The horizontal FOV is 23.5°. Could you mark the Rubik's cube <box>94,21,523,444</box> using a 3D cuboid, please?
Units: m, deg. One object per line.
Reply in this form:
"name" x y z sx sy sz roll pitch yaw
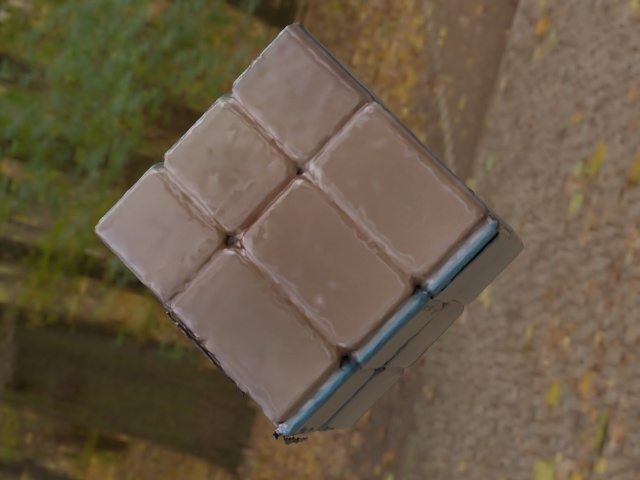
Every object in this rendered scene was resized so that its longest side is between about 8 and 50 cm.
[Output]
"Rubik's cube" 0.000 0.000 1.205 0.224 0.221 0.231 -46 -12 5
